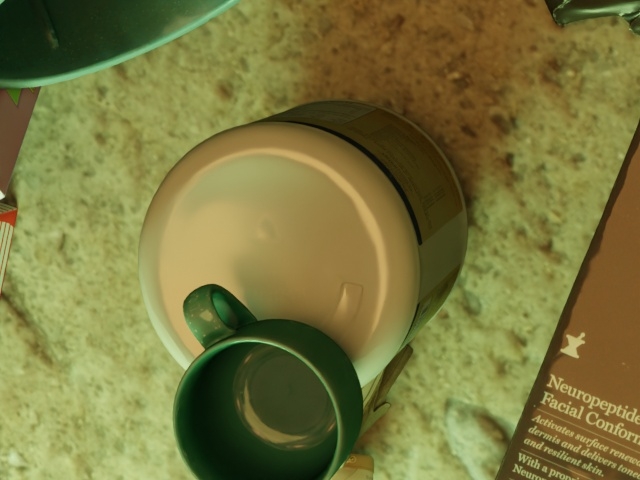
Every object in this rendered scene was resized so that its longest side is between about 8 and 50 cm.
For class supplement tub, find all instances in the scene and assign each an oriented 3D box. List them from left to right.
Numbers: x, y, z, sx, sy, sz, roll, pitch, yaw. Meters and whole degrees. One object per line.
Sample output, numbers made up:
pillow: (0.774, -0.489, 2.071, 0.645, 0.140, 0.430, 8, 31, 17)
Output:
supplement tub: (0.000, 0.000, 1.475, 0.228, 0.316, 0.228, 2, 100, 15)

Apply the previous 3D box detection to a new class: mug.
mug: (-0.033, 0.110, 1.285, 0.129, 0.097, 0.157, 5, 101, 15)

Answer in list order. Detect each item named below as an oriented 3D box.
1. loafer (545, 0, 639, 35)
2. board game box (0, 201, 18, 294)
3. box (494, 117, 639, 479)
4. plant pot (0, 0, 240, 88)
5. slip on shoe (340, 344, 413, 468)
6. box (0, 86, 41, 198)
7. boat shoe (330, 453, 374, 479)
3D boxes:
loafer: (0.292, -0.217, 1.497, 0.220, 0.080, 0.078, 6, 123, 25)
board game box: (-0.358, 0.062, 1.675, 0.045, 0.147, 0.193, 16, 102, 13)
box: (0.305, 0.080, 1.497, 0.191, 0.143, 0.381, 22, 101, 12)
plant pot: (-0.221, -0.358, 1.499, 0.341, 0.341, 0.334, -29, 82, 18)
slip on shoe: (0.045, 0.150, 1.613, 0.041, 0.051, 0.135, 23, 76, -10)
box: (-0.391, -0.108, 1.600, 0.243, 0.213, 0.117, -22, 127, 25)
boat shoe: (-0.030, 0.207, 1.653, 0.170, 0.063, 0.059, 15, 72, 8)
